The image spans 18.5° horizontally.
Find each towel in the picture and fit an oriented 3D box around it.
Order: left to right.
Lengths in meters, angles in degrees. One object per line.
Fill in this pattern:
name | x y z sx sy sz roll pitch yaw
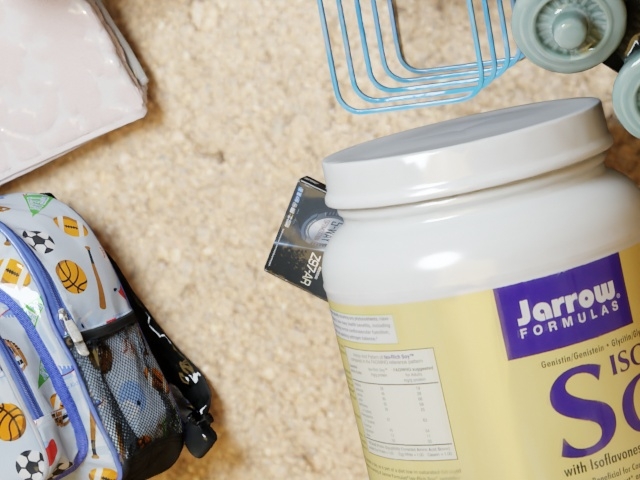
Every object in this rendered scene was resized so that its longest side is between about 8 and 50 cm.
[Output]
towel | -0.339 -0.188 1.580 0.317 0.053 0.332 -22 109 21

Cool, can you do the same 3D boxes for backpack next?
backpack | -0.266 0.100 1.583 0.276 0.213 0.263 -23 83 25

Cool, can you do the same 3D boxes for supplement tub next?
supplement tub | 0.135 0.081 1.408 0.241 0.241 0.331 -10 99 21

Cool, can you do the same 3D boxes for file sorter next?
file sorter | 0.078 -0.161 1.416 0.118 0.170 0.104 -5 104 20

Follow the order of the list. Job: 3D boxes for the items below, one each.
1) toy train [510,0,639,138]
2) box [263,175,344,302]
toy train | 0.269 -0.159 1.327 0.334 0.142 0.190 34 117 -16
box | 0.000 0.000 1.558 0.067 0.018 0.083 27 109 13
